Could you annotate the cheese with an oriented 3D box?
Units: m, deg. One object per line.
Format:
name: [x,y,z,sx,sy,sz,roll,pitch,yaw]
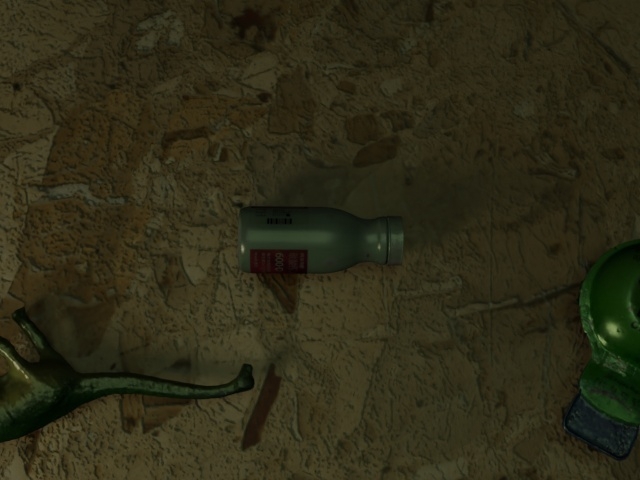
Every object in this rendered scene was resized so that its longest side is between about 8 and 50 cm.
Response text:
cheese: [0.419,0.129,1.420,0.204,0.083,0.320,29,74,4]

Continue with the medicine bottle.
medicine bottle: [0.000,0.000,1.441,0.217,0.090,0.090,1,75,-2]

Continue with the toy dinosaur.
toy dinosaur: [-0.336,0.235,1.381,0.301,0.087,0.447,43,80,3]
